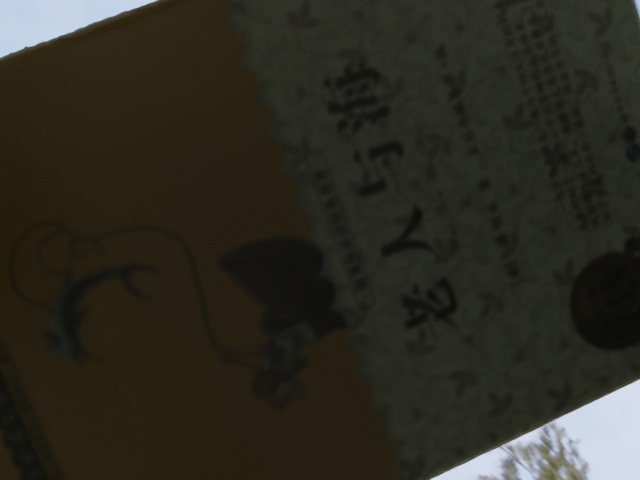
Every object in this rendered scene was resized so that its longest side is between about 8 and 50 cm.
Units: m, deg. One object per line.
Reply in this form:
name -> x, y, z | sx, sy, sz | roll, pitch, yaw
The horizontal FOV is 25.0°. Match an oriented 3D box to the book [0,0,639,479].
book -> 0.000, 0.000, 0.682 | 0.389, 0.032, 0.269 | -24, -77, -13
